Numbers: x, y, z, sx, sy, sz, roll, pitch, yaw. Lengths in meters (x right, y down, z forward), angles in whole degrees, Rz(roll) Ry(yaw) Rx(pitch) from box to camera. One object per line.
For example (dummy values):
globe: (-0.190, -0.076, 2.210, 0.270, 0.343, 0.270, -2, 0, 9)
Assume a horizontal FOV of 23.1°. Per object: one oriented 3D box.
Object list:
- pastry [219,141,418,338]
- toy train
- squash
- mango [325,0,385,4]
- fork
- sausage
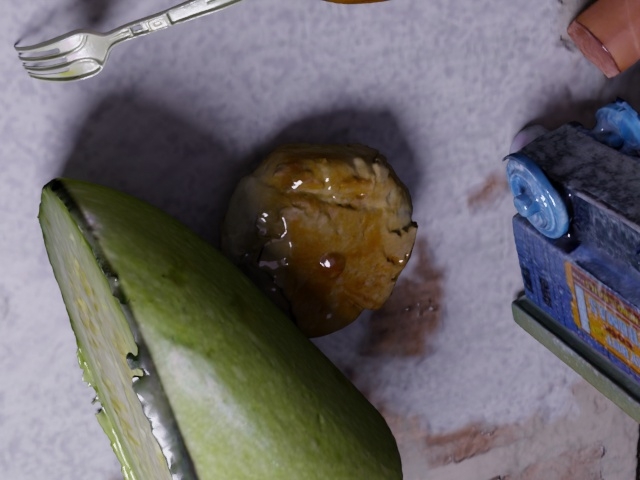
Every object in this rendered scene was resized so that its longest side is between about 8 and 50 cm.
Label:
pastry: (-0.001, -0.003, 1.141, 0.153, 0.081, 0.153, -10, 112, -27)
toy train: (0.250, 0.029, 1.141, 0.131, 0.299, 0.202, -27, 126, -16)
squash: (-0.108, 0.111, 1.053, 0.210, 0.233, 0.309, -50, 121, -1)
mango: (-0.005, -0.230, 1.029, 0.253, 0.113, 0.139, 8, 110, -22)
fork: (-0.099, -0.141, 1.018, 0.219, 0.028, 0.034, -15, 116, 14)
sausage: (0.268, -0.198, 1.189, 0.169, 0.065, 0.065, -41, 120, -3)
